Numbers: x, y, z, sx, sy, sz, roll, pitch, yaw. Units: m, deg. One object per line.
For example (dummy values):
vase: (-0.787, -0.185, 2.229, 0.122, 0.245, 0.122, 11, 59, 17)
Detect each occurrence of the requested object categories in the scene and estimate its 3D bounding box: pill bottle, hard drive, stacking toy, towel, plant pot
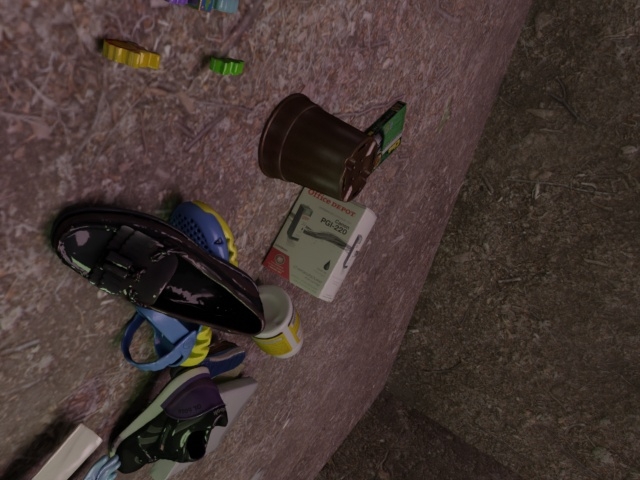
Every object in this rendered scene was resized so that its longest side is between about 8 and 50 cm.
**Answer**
pill bottle: (-0.104, 0.193, 1.184, 0.119, 0.119, 0.208, -53, 157, -19)
hard drive: (-0.242, 0.402, 1.148, 0.203, 0.040, 0.307, -56, 168, -5)
stacking toy: (-0.149, -0.289, 0.617, 0.221, 0.052, 0.167, -26, 141, -58)
towel: (-0.227, 0.303, 1.168, 0.110, 0.027, 0.148, -55, 157, -13)
plant pot: (0.003, -0.159, 0.941, 0.167, 0.165, 0.167, -47, 153, -33)

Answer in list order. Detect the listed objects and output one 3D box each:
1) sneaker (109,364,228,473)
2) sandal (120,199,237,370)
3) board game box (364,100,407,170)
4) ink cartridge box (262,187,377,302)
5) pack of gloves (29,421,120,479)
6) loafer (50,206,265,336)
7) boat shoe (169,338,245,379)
sneaker: (-0.273, 0.358, 0.927, 0.283, 0.124, 0.107, -49, 155, 22)
sandal: (-0.224, 0.089, 0.805, 0.138, 0.126, 0.318, -20, 132, -53)
board game box: (0.138, -0.237, 1.325, 0.260, 0.030, 0.136, -46, 151, -34)
ink cartridge box: (0.000, 0.000, 1.128, 0.218, 0.158, 0.092, -61, 157, -2)
pack of gloves: (-0.397, 0.413, 0.782, 0.232, 0.046, 0.195, -51, 156, -30)
loafer: (-0.192, 0.049, 0.681, 0.302, 0.095, 0.109, 29, 99, -37)
boat shoe: (-0.232, 0.236, 1.023, 0.183, 0.066, 0.066, 2, 118, -58)
